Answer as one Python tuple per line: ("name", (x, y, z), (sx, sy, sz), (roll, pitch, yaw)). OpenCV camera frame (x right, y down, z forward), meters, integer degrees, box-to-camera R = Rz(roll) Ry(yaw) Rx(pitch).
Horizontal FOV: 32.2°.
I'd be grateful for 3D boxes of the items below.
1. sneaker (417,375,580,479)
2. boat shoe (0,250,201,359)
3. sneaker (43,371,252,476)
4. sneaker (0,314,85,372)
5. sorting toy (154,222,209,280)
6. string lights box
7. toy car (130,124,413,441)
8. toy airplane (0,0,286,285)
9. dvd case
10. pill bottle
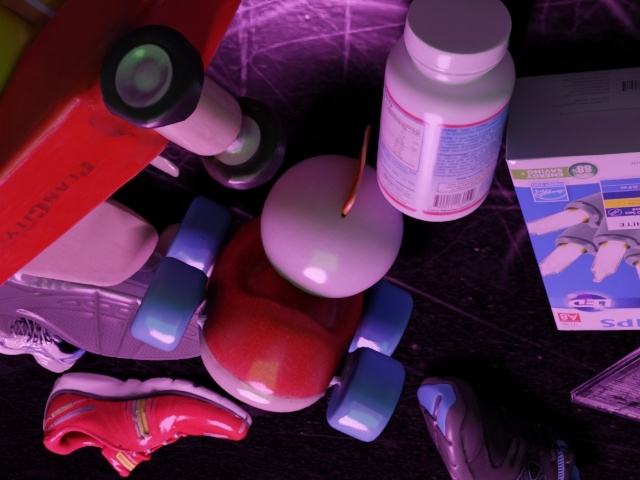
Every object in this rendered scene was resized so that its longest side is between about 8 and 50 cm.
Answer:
("sneaker", (0.217, 0.243, 1.314), (0.139, 0.125, 0.341), (-27, 139, 7))
("boat shoe", (-0.236, 0.025, 1.028), (0.320, 0.103, 0.118), (16, 144, -10))
("sneaker", (-0.221, 0.244, 1.411), (0.279, 0.118, 0.107), (1, 150, 16))
("sneaker", (-0.330, 0.108, 1.289), (0.058, 0.052, 0.135), (-27, 142, 33))
("sorting toy", (-0.095, 0.060, 1.144), (0.193, 0.038, 0.208), (18, 145, -14))
("string lights box", (0.231, -0.022, 0.851), (0.133, 0.077, 0.260), (-3, 148, 20))
("toy car", (0.000, 0.000, 0.906), (0.219, 0.210, 0.238), (26, 120, -6))
("toy airplane", (-0.244, -0.060, 0.720), (0.384, 0.272, 0.386), (-20, 153, -32))
("dvd case", (0.389, 0.150, 1.163), (0.164, 0.018, 0.221), (17, 150, -10))
("pill bottle", (0.085, -0.092, 0.758), (0.087, 0.087, 0.160), (8, 144, 4))
